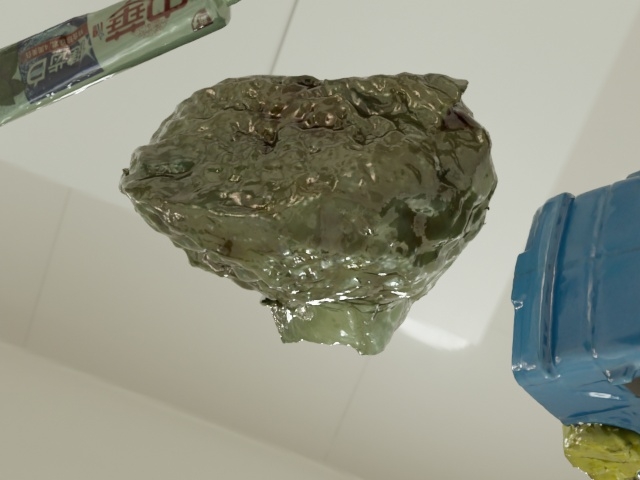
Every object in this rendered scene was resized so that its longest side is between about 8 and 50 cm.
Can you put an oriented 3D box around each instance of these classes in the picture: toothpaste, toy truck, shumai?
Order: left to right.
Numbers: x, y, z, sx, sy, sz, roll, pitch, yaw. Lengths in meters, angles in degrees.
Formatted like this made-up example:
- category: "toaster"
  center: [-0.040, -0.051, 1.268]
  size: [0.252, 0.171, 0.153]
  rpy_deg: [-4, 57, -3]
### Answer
- category: "toothpaste"
  center: [-0.144, -0.121, 0.762]
  size: [0.038, 0.233, 0.060]
  rpy_deg: [36, -143, -64]
- category: "shumai"
  center: [0.000, -0.002, 0.841]
  size: [0.255, 0.218, 0.189]
  rpy_deg: [5, -132, 22]
- category: "toy truck"
  center: [0.284, 0.104, 0.764]
  size: [0.385, 0.162, 0.161]
  rpy_deg: [37, -130, -28]
